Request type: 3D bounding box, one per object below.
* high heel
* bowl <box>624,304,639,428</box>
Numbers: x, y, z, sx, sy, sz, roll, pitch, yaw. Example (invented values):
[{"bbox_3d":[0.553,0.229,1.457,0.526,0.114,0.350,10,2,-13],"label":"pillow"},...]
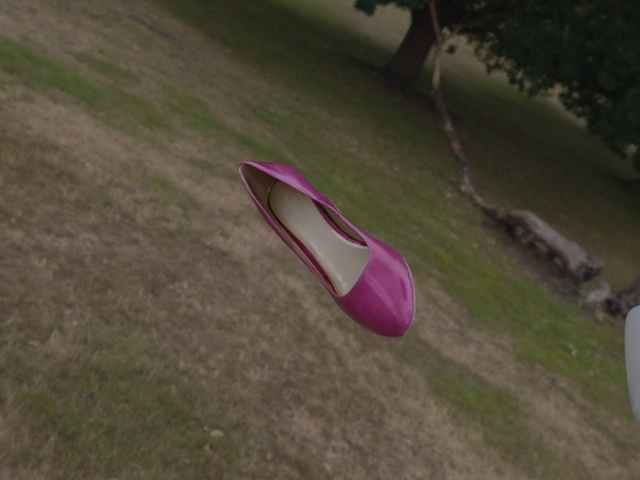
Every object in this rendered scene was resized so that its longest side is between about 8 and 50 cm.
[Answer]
[{"bbox_3d":[0.000,0.000,0.724,0.117,0.082,0.244,24,24,-38],"label":"high heel"},{"bbox_3d":[0.364,0.124,0.701,0.142,0.053,0.142,11,63,-7],"label":"bowl"}]
